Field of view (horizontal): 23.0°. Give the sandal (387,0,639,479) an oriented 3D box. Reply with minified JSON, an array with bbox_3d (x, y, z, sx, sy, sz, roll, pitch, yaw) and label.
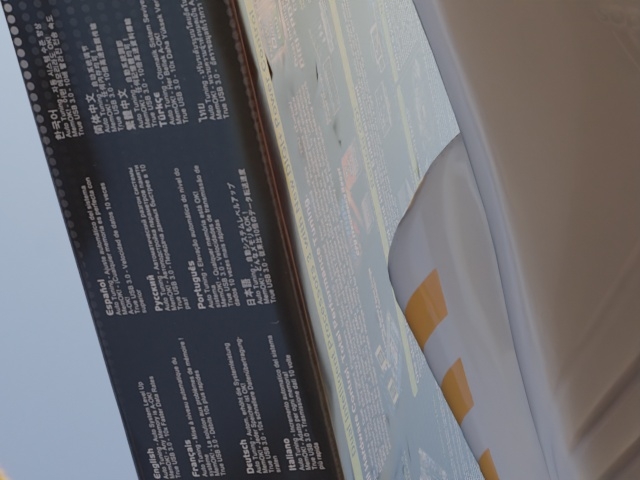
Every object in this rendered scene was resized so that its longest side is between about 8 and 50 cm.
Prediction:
[{"bbox_3d":[0.060,-0.015,0.362,0.102,0.076,0.265,-11,-103,-27],"label":"sandal"}]

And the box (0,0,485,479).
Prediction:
[{"bbox_3d":[0.000,0.000,0.491,0.060,0.270,0.216,-5,-156,18],"label":"box"}]
